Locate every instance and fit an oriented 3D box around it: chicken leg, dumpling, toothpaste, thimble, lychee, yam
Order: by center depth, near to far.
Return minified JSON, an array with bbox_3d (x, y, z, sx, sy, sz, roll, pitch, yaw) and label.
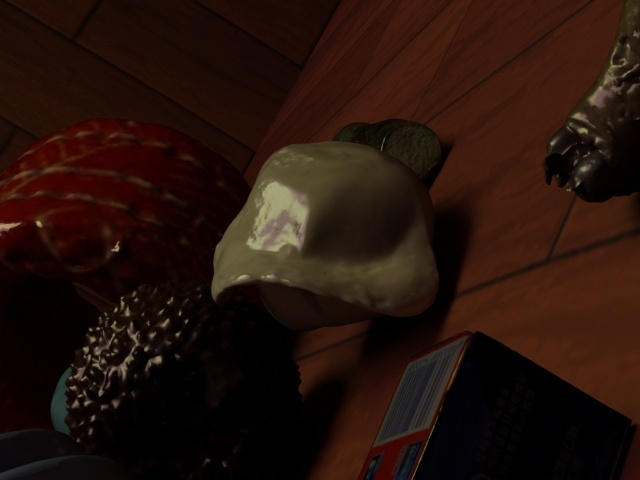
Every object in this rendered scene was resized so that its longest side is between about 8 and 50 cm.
[{"bbox_3d":[0.014,0.186,0.375,0.320,0.076,0.066,-63,10,-25],"label":"toothpaste"},{"bbox_3d":[0.162,-0.115,0.501,0.125,0.080,0.196,-24,-39,-42],"label":"chicken leg"},{"bbox_3d":[0.000,0.000,0.797,0.250,0.162,0.132,-116,19,-71],"label":"dumpling"},{"bbox_3d":[-0.099,0.113,0.841,0.188,0.188,0.188,-57,10,15],"label":"lychee"},{"bbox_3d":[0.057,-0.084,1.036,0.061,0.061,0.253,-59,10,-1],"label":"yam"},{"bbox_3d":[-0.207,0.065,1.141,0.350,0.350,0.230,-53,14,35],"label":"thimble"}]

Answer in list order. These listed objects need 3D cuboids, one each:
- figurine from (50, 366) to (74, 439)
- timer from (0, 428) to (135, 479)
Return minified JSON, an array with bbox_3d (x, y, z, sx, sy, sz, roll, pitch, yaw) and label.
[{"bbox_3d":[-0.174,0.227,0.972,0.205,0.103,0.260,21,109,55],"label":"figurine"},{"bbox_3d":[-0.201,0.274,0.462,0.395,0.173,0.395,-34,-20,-14],"label":"timer"}]
